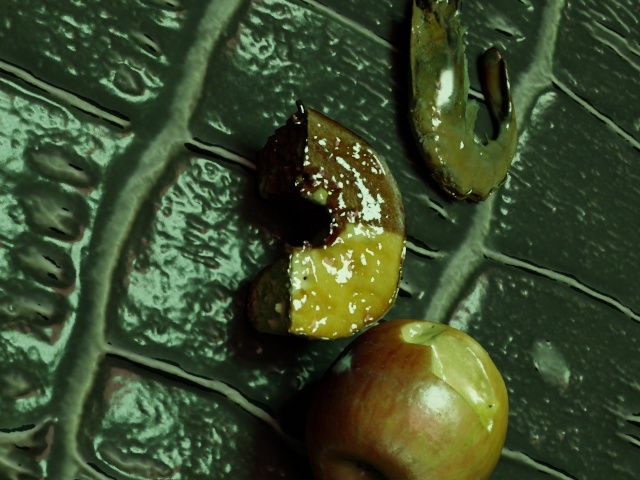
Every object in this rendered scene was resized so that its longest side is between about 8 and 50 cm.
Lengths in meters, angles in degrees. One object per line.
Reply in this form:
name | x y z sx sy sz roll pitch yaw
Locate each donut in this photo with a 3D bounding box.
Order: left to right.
donut | 0.000 0.002 1.412 0.141 0.085 0.217 21 64 -31

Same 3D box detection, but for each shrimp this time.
shrimp | 0.156 -0.162 1.608 0.173 0.058 0.253 18 68 -40

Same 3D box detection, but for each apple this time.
apple | 0.082 0.159 1.362 0.199 0.199 0.199 13 68 -33
